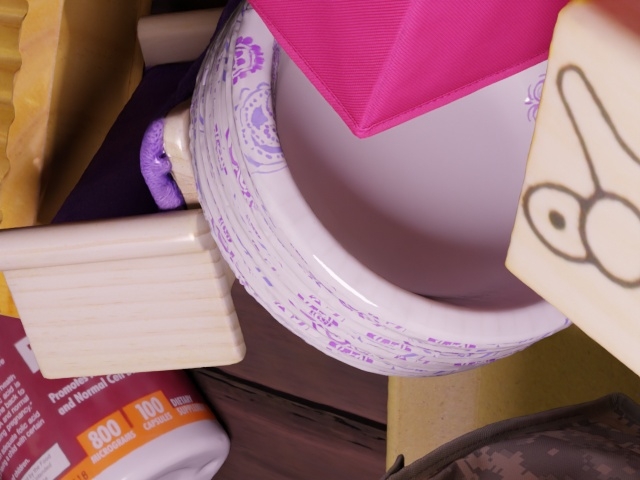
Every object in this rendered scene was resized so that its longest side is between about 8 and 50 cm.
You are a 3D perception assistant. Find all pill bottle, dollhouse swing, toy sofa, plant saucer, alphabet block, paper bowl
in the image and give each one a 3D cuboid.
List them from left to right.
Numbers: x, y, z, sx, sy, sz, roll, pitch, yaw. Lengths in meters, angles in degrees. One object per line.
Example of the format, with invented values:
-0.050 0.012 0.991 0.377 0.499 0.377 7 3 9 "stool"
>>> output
-0.288 -0.113 1.330 0.315 0.305 0.346 10 96 19 "dollhouse swing"
-0.288 0.121 1.742 0.392 0.224 0.224 54 147 17 "pill bottle"
-0.105 -0.073 1.184 0.150 0.362 0.177 -5 120 16 "toy sofa"
0.053 -0.054 1.038 0.284 0.284 0.148 62 149 4 "paper bowl"
0.186 0.158 1.191 0.333 0.081 0.332 36 139 40 "plant saucer"
0.241 -0.031 0.863 0.197 0.193 0.192 42 141 33 "alphabet block"

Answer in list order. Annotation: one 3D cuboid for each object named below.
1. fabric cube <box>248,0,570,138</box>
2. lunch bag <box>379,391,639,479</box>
0.073 -0.262 0.893 0.259 0.254 0.258 51 148 21 "fabric cube"
0.109 0.240 0.960 0.169 0.287 0.235 25 116 46 "lunch bag"
